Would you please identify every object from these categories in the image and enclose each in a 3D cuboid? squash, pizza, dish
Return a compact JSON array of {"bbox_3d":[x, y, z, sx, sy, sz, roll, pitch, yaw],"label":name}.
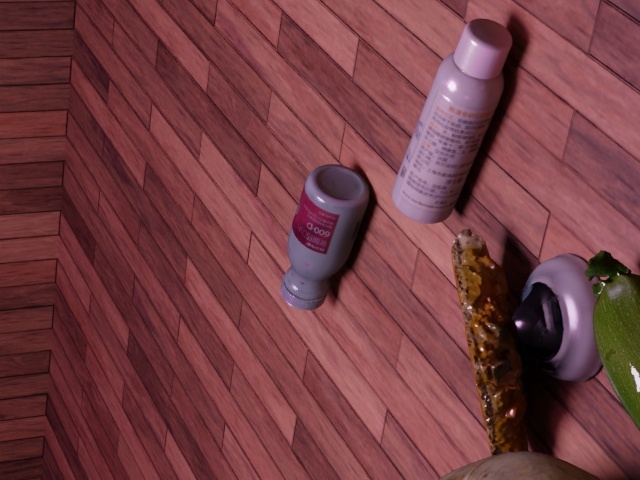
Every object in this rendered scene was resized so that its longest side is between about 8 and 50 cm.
[{"bbox_3d":[0.339,0.153,1.457,0.101,0.101,0.379,110,145,-43],"label":"squash"},{"bbox_3d":[0.194,0.124,1.740,0.197,0.058,0.292,47,-148,-79],"label":"pizza"},{"bbox_3d":[0.239,0.087,1.683,0.141,0.078,0.141,175,90,-66],"label":"dish"}]

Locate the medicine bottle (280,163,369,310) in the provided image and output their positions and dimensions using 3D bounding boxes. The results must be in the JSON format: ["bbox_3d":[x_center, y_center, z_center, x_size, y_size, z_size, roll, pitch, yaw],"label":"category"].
[{"bbox_3d":[0.000,0.000,2.167,0.217,0.090,0.090,109,146,-42],"label":"medicine bottle"}]

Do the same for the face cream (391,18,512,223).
[{"bbox_3d":[0.156,-0.139,1.819,0.269,0.082,0.082,110,145,-41],"label":"face cream"}]

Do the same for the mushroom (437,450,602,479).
[{"bbox_3d":[0.207,0.387,1.581,0.352,0.260,0.352,15,109,53],"label":"mushroom"}]
